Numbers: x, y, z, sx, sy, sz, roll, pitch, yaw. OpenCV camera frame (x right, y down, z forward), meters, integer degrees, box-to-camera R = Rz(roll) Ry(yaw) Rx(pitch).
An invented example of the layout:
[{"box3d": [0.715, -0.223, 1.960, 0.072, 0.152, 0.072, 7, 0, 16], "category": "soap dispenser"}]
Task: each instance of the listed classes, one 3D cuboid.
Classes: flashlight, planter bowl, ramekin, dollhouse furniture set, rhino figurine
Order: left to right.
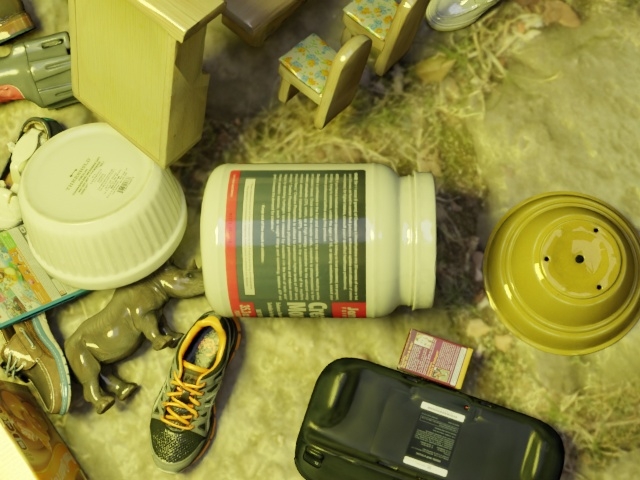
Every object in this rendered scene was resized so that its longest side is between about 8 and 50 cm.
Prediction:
[{"box3d": [-0.469, -0.184, 1.291, 0.304, 0.103, 0.103, -15, 76, -6], "category": "flashlight"}, {"box3d": [-0.277, -0.053, 1.205, 0.207, 0.109, 0.207, -3, 53, 4], "category": "ramekin"}, {"box3d": [-0.226, 0.098, 1.225, 0.106, 0.073, 0.243, 42, 80, 11], "category": "rhino figurine"}, {"box3d": [-0.105, -0.316, 1.158, 0.362, 0.256, 0.394, 39, 60, 10], "category": "dollhouse furniture set"}, {"box3d": [0.317, 0.031, 1.207, 0.217, 0.090, 0.217, 0, 77, 2], "category": "planter bowl"}]

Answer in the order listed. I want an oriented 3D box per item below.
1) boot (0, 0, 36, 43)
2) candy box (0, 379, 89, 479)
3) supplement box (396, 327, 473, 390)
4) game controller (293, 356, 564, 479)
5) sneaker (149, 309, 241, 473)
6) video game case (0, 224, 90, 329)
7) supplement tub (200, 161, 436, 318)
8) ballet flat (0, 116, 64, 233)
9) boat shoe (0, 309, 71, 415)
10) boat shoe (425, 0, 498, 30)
[{"box3d": [-0.511, -0.294, 1.304, 0.219, 0.082, 0.106, -26, 105, -13], "category": "boot"}, {"box3d": [-0.326, 0.311, 1.124, 0.087, 0.183, 0.316, -37, 78, -5], "category": "candy box"}, {"box3d": [0.144, 0.151, 1.211, 0.083, 0.043, 0.055, 20, 80, 6], "category": "supplement box"}, {"box3d": [0.132, 0.260, 1.176, 0.319, 0.067, 0.167, 18, 79, 6], "category": "game controller"}, {"box3d": [-0.163, 0.184, 1.198, 0.084, 0.083, 0.215, 15, 80, 4], "category": "sneaker"}, {"box3d": [-0.377, 0.039, 1.227, 0.166, 0.015, 0.119, -25, 74, -39], "category": "video game case"}, {"box3d": [0.000, 0.000, 1.175, 0.272, 0.191, 0.191, 0, 77, 3], "category": "supplement tub"}, {"box3d": [-0.403, -0.075, 1.272, 0.074, 0.074, 0.203, 21, 80, 7], "category": "ballet flat"}, {"box3d": [-0.367, 0.145, 1.204, 0.066, 0.066, 0.183, -9, 52, -36], "category": "boat shoe"}, {"box3d": [0.228, -0.348, 1.308, 0.184, 0.063, 0.066, -24, 78, -3], "category": "boat shoe"}]
